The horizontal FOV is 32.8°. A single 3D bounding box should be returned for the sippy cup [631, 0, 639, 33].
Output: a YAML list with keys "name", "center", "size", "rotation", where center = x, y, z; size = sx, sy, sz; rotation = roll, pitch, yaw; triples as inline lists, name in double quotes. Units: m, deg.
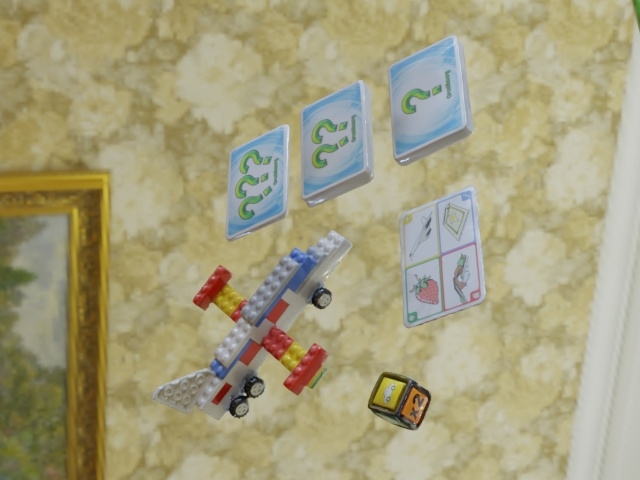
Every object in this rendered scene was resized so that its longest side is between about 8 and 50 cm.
- name: "sippy cup"
  center: [0.423, -0.235, 0.881]
  size: [0.305, 0.224, 0.240]
  rotation: [-51, -122, 12]

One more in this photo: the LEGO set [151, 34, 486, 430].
- name: "LEGO set"
  center: [0.000, 0.000, 0.610]
  size: [0.182, 0.060, 0.244]
  rotation: [-22, -131, 29]
